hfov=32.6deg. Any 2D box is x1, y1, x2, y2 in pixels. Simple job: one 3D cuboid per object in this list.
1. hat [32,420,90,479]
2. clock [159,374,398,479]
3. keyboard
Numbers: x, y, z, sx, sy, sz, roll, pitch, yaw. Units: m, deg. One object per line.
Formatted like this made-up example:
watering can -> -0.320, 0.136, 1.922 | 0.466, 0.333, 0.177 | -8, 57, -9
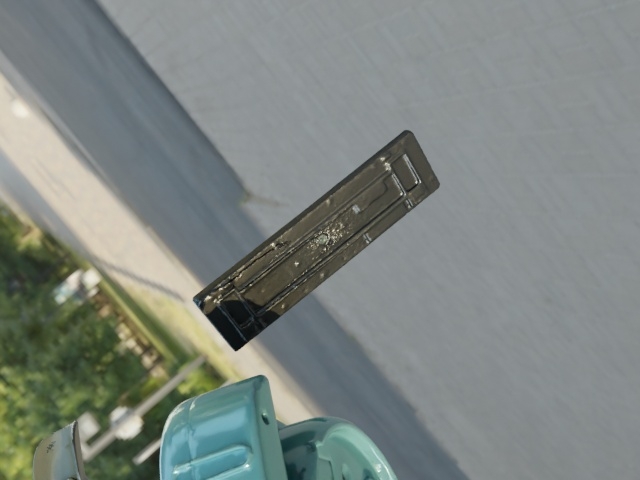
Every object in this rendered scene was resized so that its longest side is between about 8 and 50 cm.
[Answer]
hat -> -0.328, 0.337, 1.503 | 0.085, 0.175, 0.147 | 14, 152, -42
clock -> 0.001, 0.221, 0.761 | 0.274, 0.094, 0.224 | 30, -138, -58
keyboard -> 0.000, 0.000, 0.818 | 0.061, 0.204, 0.013 | 56, 172, -36
